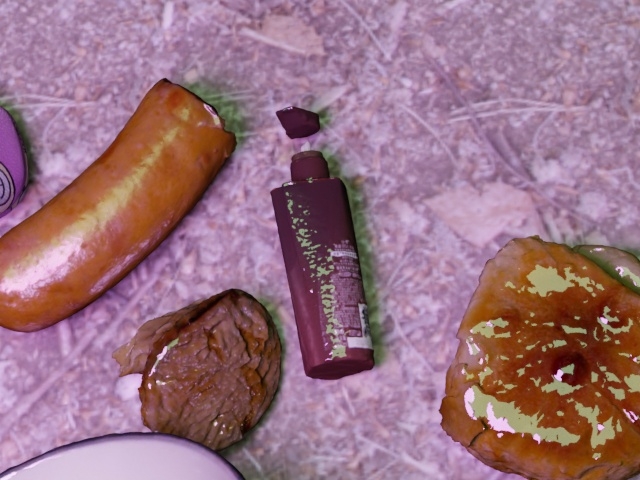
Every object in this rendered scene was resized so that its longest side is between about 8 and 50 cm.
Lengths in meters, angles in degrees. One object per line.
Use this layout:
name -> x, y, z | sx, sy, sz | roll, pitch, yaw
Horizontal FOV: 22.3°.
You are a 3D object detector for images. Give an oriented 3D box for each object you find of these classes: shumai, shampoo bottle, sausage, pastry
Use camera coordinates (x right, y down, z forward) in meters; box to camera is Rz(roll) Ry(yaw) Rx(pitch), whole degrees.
shumai -> -0.099, 0.105, 1.392 | 0.139, 0.105, 0.123 | -44, 117, 1
shampoo bottle -> -0.002, 0.000, 1.414 | 0.067, 0.068, 0.236 | -11, 71, 5
sausage -> -0.189, -0.022, 1.427 | 0.270, 0.109, 0.109 | -44, 73, -9
pastry -> 0.200, 0.103, 1.343 | 0.229, 0.100, 0.218 | -32, 72, -6

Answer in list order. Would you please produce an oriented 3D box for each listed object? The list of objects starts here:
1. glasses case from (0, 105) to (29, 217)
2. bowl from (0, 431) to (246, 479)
glasses case -> -0.418, -0.037, 1.466 | 0.316, 0.076, 0.123 | -18, 70, 0
bowl -> -0.171, 0.326, 1.175 | 0.353, 0.185, 0.354 | -18, 31, 12
